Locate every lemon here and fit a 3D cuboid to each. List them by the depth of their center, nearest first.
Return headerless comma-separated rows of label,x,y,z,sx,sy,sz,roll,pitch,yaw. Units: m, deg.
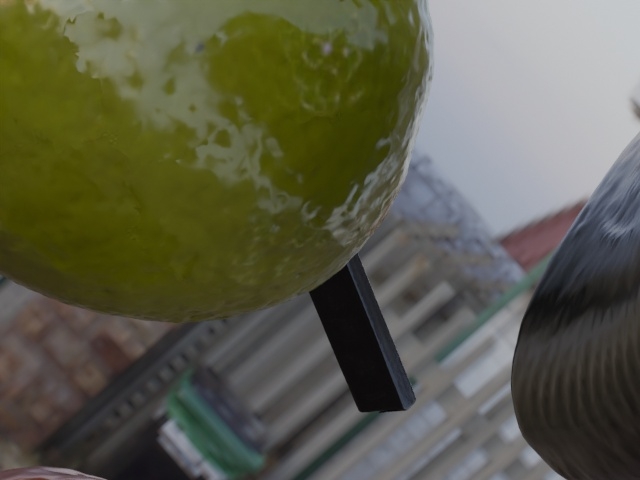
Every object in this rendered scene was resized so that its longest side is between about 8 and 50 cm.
lemon,-0.062,-0.061,0.629,0.248,0.184,0.184,-3,42,-40

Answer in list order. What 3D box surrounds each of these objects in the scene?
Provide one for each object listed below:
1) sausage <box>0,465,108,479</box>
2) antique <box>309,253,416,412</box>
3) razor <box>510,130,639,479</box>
sausage,-0.125,0.163,0.531,0.148,0.254,0.148,44,-29,32
antique,0.000,0.000,0.873,0.015,0.031,0.192,-39,112,-51
razor,0.153,-0.029,0.486,0.113,0.204,0.349,32,-16,6
